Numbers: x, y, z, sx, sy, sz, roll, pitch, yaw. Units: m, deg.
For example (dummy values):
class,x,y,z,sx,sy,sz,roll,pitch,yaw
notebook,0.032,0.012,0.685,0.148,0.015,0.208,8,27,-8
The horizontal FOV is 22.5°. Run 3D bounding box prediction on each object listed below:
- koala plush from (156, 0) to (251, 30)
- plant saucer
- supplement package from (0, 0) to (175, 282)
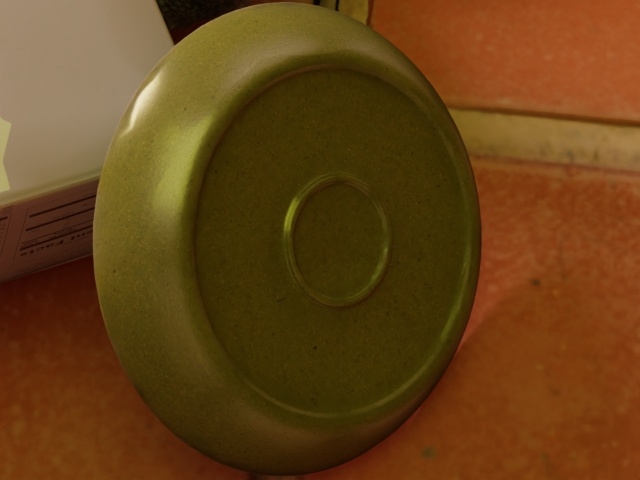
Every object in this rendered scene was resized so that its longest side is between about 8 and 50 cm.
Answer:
class,x,y,z,sx,sy,sz,roll,pitch,yaw
koala plush,-0.040,-0.250,0.964,0.196,0.203,0.221,30,45,27
plant saucer,0.000,0.000,0.805,0.037,0.241,0.241,2,51,52
supplement package,-0.206,-0.113,0.843,0.204,0.145,0.262,-18,78,-22
